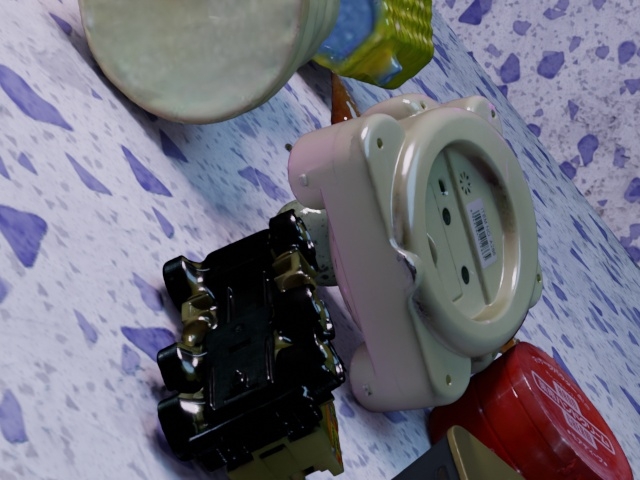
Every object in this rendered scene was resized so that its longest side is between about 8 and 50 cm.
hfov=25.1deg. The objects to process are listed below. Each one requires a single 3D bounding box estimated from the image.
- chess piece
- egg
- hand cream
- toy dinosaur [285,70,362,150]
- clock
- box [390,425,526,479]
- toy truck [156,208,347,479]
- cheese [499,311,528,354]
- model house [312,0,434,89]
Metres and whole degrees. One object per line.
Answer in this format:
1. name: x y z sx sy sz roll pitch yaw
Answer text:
1. chess piece: -0.087 -0.262 1.538 0.234 0.234 0.442 50 14 -2
2. egg: 0.000 0.000 1.420 0.110 0.085 0.085 28 28 -41
3. hand cream: 0.211 0.210 1.450 0.193 0.125 0.193 46 17 -18
4. toy dinosaur: 0.064 -0.108 1.678 0.206 0.113 0.327 15 14 10
5. clock: 0.110 -0.004 1.409 0.309 0.114 0.284 -28 103 -56
6. box: 0.151 0.268 1.230 0.201 0.090 0.144 40 20 -30
7. toy truck: -0.042 0.086 1.087 0.127 0.127 0.257 58 10 -31
8. cheese: 0.157 0.030 1.684 0.217 0.129 0.329 45 16 -17
9. model house: 0.033 -0.340 2.032 0.303 0.215 0.237 59 18 12
